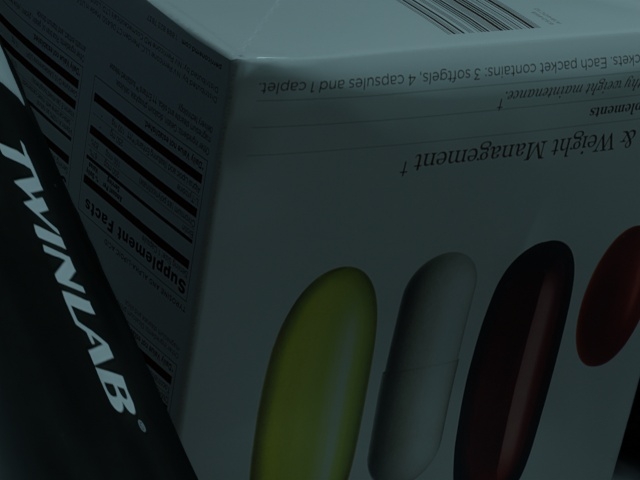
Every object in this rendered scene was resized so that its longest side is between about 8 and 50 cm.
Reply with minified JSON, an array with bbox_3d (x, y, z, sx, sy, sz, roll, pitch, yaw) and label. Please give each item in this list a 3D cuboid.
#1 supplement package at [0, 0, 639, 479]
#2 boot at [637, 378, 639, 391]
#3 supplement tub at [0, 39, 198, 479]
[{"bbox_3d":[0.000,0.000,0.651,0.194,0.203,0.149,-8,31,-33],"label":"supplement package"},{"bbox_3d":[0.144,0.049,0.726,0.207,0.094,0.246,21,20,15],"label":"boot"},{"bbox_3d":[-0.123,0.058,0.378,0.194,0.193,0.316,-9,61,-36],"label":"supplement tub"}]
